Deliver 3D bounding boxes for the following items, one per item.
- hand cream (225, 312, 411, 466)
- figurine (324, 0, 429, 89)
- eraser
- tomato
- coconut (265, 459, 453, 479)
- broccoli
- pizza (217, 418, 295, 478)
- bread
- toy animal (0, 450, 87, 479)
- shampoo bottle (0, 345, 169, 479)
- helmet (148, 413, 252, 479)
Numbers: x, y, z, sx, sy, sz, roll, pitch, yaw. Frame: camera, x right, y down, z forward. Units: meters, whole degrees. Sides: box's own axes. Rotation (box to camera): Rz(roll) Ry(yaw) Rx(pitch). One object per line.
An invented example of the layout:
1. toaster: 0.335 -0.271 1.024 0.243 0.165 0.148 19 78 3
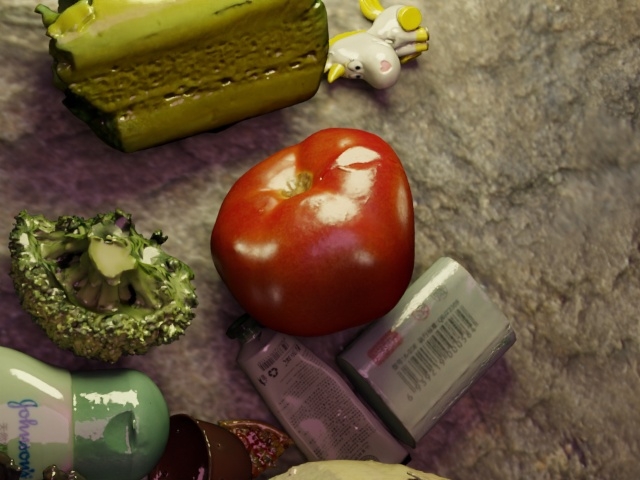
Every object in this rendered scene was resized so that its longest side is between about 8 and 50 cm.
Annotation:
1. hand cream: -0.006 0.236 1.296 0.121 0.076 0.336 -43 102 -14
2. figurine: 0.077 -0.287 1.393 0.130 0.109 0.178 35 71 17
3. eraser: 0.156 0.160 1.346 0.227 0.081 0.174 -42 99 -20
4. tomato: 0.000 0.000 1.232 0.298 0.299 0.226 -48 130 -18
5. coconut: 0.095 0.465 1.121 0.405 0.404 0.404 3 81 -18
6. broccoli: -0.281 0.046 1.170 0.198 0.176 0.226 -44 115 -38
7. pizza: -0.084 0.283 1.263 0.099 0.029 0.100 -14 89 -7
8. bread: -0.173 -0.271 1.224 0.377 0.251 0.208 -18 46 -17
9. toy animal: -0.373 0.306 1.015 0.233 0.084 0.148 -23 118 -12
10. shampoo bottle: -0.360 0.234 1.128 0.350 0.151 0.221 0 85 -19
11. helmet: -0.148 0.315 1.200 0.106 0.155 0.175 14 93 -38
